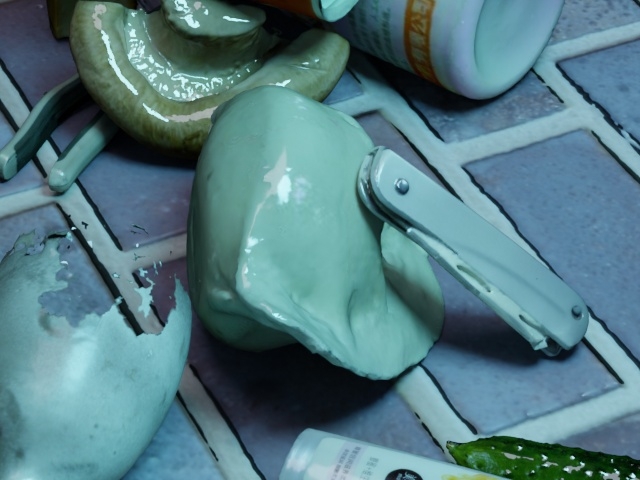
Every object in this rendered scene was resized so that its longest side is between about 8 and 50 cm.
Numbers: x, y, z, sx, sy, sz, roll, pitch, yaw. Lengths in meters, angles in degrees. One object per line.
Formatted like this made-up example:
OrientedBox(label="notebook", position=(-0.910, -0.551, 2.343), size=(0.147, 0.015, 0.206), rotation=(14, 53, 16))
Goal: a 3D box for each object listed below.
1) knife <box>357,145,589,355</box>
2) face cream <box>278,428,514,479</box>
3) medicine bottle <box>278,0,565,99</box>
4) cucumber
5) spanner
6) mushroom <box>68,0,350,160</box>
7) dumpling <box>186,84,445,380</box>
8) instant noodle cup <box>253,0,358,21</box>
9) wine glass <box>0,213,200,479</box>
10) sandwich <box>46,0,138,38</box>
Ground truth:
OrientedBox(label="knife", position=(0.134, 0.015, 1.720), size=(0.040, 0.265, 0.073), rotation=(-25, 34, 47))
OrientedBox(label="face cream", position=(0.101, 0.226, 1.567), size=(0.269, 0.073, 0.107), rotation=(16, 56, 16))
OrientedBox(label="medicine bottle", position=(0.059, -0.317, 2.110), size=(0.388, 0.219, 0.219), rotation=(29, 47, 29))
OrientedBox(label="cucumber", position=(0.209, 0.200, 1.609), size=(0.227, 0.069, 0.069), rotation=(12, 41, 19))
OrientedBox(label="spanner", position=(-0.231, -0.157, 2.054), size=(0.096, 0.040, 0.325), rotation=(16, 43, 17))
OrientedBox(label="mushroom", position=(-0.117, -0.156, 1.980), size=(0.286, 0.156, 0.151), rotation=(7, 72, -5))
OrientedBox(label="dumpling", position=(-0.028, -0.008, 1.769), size=(0.212, 0.270, 0.320), rotation=(-6, 60, 28))
OrientedBox(label="instant noodle cup", position=(-0.082, -0.371, 1.920), size=(0.308, 0.294, 0.294), rotation=(23, 44, 22))
OrientedBox(label="wine glass", position=(-0.223, 0.151, 1.572), size=(0.190, 0.190, 0.357), rotation=(8, 45, 9))
OrientedBox(label="sandwich", position=(-0.260, -0.359, 2.187), size=(0.108, 0.186, 0.220), rotation=(-3, 39, -9))
